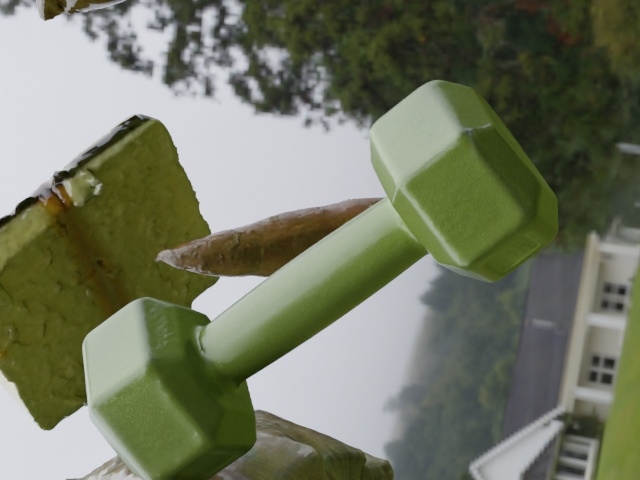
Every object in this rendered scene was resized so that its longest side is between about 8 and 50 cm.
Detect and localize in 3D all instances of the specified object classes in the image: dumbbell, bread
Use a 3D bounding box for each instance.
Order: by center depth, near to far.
[{"bbox_3d":[-0.006,0.031,0.711,0.108,0.302,0.121,60,-167,22],"label":"dumbbell"},{"bbox_3d":[-0.258,-0.004,1.157,0.263,0.198,0.236,-43,-31,-21],"label":"bread"}]

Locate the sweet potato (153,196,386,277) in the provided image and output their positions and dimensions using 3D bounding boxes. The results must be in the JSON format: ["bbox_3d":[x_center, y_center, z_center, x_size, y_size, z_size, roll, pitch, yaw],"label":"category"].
[{"bbox_3d":[0.000,0.000,1.090,0.072,0.314,0.066,100,149,-42],"label":"sweet potato"}]

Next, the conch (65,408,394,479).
[{"bbox_3d":[-0.063,0.219,0.830,0.263,0.324,0.186,-54,-18,-39],"label":"conch"}]

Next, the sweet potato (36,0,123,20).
[{"bbox_3d":[-0.117,-0.356,1.123,0.130,0.422,0.130,54,-170,-15],"label":"sweet potato"}]
